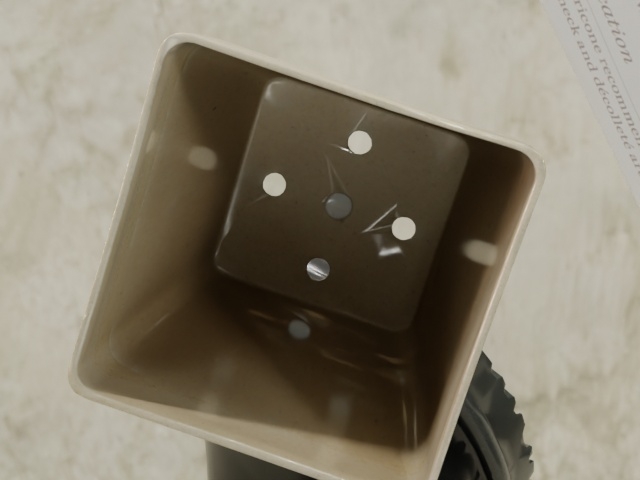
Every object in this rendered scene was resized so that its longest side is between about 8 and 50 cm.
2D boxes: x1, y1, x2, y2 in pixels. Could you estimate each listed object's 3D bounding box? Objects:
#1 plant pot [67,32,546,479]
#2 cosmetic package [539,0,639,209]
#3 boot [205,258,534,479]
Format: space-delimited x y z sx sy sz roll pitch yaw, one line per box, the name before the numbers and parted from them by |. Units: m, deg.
plant pot | 0.000 0.000 0.473 0.109 0.109 0.096 19 14 3
cosmetic package | 0.385 -0.147 0.910 0.327 0.329 0.394 -33 16 -18
boot | -0.028 0.184 0.639 0.131 0.348 0.260 23 57 30
